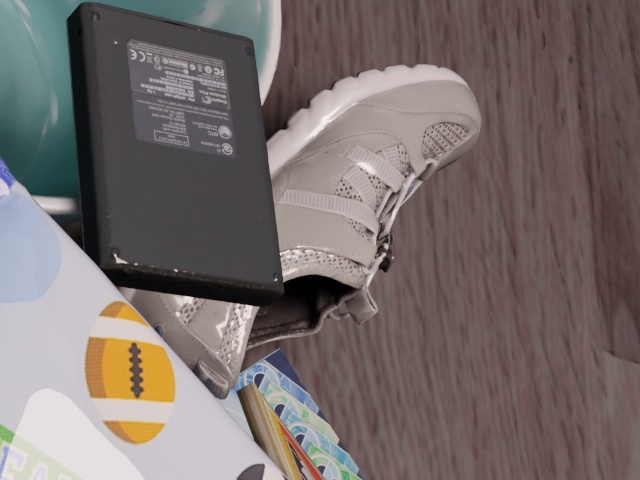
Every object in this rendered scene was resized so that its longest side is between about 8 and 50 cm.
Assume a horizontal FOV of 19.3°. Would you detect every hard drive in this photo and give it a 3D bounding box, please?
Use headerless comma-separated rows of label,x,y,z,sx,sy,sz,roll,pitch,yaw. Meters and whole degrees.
hard drive,-0.066,-0.039,0.862,0.094,0.022,0.135,10,59,-32

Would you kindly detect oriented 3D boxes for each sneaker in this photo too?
sneaker,0.000,0.000,1.047,0.281,0.105,0.115,-34,69,-32

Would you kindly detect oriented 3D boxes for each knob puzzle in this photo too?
knob puzzle,0.036,0.173,0.902,0.213,0.030,0.213,57,3,-4

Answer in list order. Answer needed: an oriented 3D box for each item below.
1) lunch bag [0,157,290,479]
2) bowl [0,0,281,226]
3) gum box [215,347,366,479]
lunch bag,-0.178,0.220,0.697,0.328,0.239,0.385,47,60,-7
bowl,-0.193,-0.120,0.941,0.311,0.163,0.311,19,54,-28
gum box,-0.046,0.164,0.968,0.184,0.041,0.157,-32,87,-43
